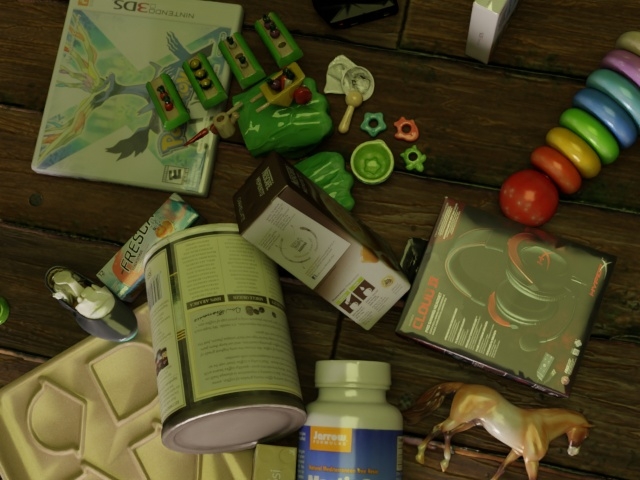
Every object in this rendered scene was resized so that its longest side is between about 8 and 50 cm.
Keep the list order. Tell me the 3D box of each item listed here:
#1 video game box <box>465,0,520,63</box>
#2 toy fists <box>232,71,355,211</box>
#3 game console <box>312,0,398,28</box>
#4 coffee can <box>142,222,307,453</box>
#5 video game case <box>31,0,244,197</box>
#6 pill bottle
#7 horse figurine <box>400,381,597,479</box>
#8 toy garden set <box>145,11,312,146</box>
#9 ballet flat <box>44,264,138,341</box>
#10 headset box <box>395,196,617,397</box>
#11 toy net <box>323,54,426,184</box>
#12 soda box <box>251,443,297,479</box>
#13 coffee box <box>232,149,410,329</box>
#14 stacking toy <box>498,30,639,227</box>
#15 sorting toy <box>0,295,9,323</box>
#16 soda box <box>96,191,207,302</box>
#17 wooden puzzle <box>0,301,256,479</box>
[{"bbox_3d":[0.285,-0.389,1.431,0.048,0.205,0.187,30,85,10],"label":"video game box"},{"bbox_3d":[-0.031,-0.132,1.478,0.142,0.096,0.279,-19,79,11],"label":"toy fists"},{"bbox_3d":[0.145,-0.490,1.549,0.361,0.044,0.213,-16,78,3],"label":"game console"},{"bbox_3d":[-0.141,0.142,1.350,0.201,0.201,0.275,-14,63,4],"label":"coffee can"},{"bbox_3d":[-0.301,-0.251,1.559,0.300,0.036,0.329,9,81,8],"label":"video game case"},{"bbox_3d":[0.043,0.311,1.355,0.152,0.152,0.272,0,80,7],"label":"pill bottle"},{"bbox_3d":[0.251,0.282,1.381,0.263,0.066,0.174,28,89,8],"label":"horse figurine"},{"bbox_3d":[-0.142,-0.245,1.454,0.244,0.049,0.204,-30,52,0],"label":"toy garden set"},{"bbox_3d":[-0.360,0.091,1.444,0.203,0.074,0.074,28,83,38],"label":"ballet flat"},{"bbox_3d":[0.255,0.080,1.394,0.293,0.110,0.218,21,83,10],"label":"headset box"},{"bbox_3d":[0.080,-0.204,1.501,0.122,0.045,0.232,-21,78,3],"label":"toy net"},{"bbox_3d":[-0.071,0.384,1.329,0.061,0.058,0.181,7,58,-6],"label":"soda box"},{"bbox_3d":[0.000,0.000,1.358,0.246,0.141,0.098,38,103,-25],"label":"coffee box"},{"bbox_3d":[0.395,-0.154,1.417,0.330,0.141,0.141,-45,78,2],"label":"stacking toy"},{"bbox_3d":[-0.552,0.094,1.521,0.061,0.042,0.102,-37,78,-1],"label":"sorting toy"},{"bbox_3d":[-0.266,0.013,1.492,0.058,0.063,0.183,42,87,11],"label":"soda box"},{"bbox_3d":[-0.305,0.304,1.440,0.348,0.080,0.322,-29,78,-4],"label":"wooden puzzle"}]
